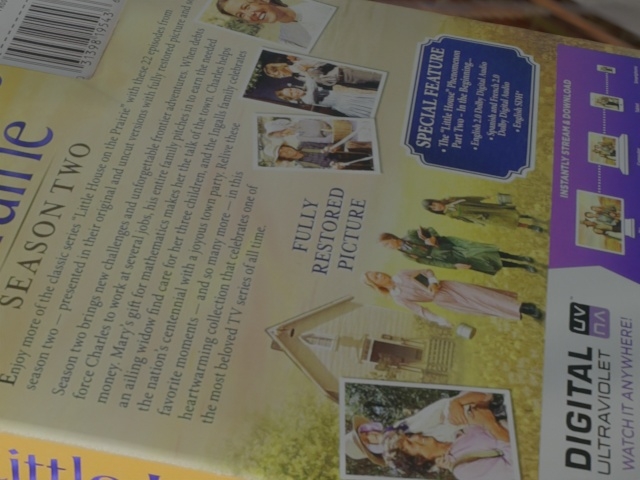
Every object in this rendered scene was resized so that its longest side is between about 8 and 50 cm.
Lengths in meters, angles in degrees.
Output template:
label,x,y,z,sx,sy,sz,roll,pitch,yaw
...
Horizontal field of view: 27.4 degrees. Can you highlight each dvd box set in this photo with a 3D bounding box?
label,x,y,z,sx,sy,sz,roll,pitch,yaw
dvd box set,0.000,0.000,0.573,0.420,0.062,0.308,10,-136,1
